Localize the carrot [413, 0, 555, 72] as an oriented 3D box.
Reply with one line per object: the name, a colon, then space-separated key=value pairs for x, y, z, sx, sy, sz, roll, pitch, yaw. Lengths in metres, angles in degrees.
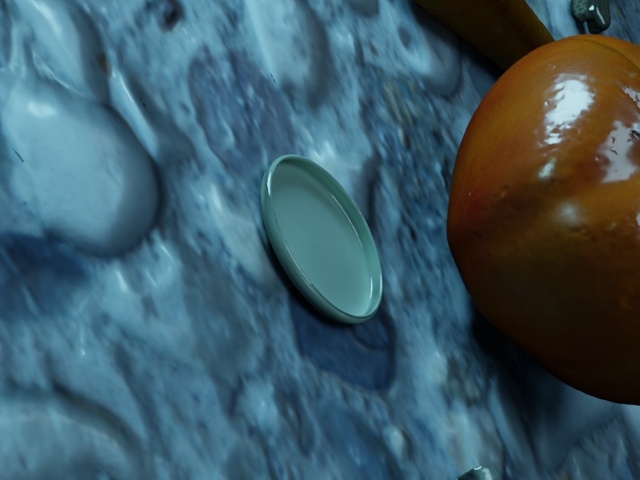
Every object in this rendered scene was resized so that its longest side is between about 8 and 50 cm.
carrot: x=0.142 y=-0.159 z=1.519 sx=0.336 sy=0.069 sz=0.069 roll=39 pitch=34 yaw=-49

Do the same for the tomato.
tomato: x=0.186 y=-0.015 z=1.319 sx=0.260 sy=0.180 sz=0.260 roll=41 pitch=32 yaw=-32

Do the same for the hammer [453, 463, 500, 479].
hammer: x=0.046 y=0.174 z=1.071 sx=0.246 sy=0.029 sz=0.103 roll=10 pitch=56 yaw=-55

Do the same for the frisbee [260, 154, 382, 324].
frisbee: x=0.000 y=0.000 z=1.163 sx=0.110 sy=0.014 sz=0.110 roll=40 pitch=34 yaw=-35

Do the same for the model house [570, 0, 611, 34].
model house: x=0.313 y=-0.316 z=1.795 sx=0.205 sy=0.218 sz=0.279 roll=37 pitch=41 yaw=-39
